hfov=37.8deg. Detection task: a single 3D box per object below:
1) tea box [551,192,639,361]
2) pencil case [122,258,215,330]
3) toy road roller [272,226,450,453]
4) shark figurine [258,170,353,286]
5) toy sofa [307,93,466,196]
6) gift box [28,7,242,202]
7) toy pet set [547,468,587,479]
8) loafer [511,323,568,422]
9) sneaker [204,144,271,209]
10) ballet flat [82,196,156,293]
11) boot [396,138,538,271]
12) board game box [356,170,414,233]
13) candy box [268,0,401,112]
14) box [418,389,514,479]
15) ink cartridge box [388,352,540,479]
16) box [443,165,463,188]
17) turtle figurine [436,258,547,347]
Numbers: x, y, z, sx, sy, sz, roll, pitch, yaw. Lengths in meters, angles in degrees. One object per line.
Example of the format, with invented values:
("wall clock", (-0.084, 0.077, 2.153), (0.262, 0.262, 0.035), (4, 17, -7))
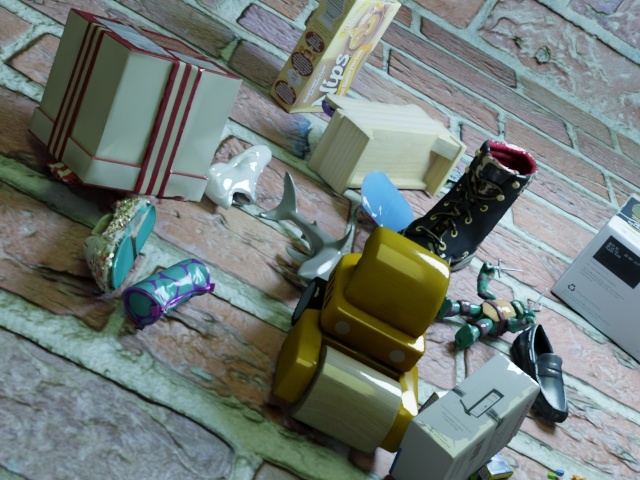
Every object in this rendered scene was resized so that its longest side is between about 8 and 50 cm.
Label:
("tea box", (0.765, 0.099, 2.176), (0.329, 0.220, 0.323), (41, 31, 13))
("pencil case", (-0.225, 0.076, 1.388), (0.070, 0.064, 0.152), (25, 26, 18))
("toy road roller", (0.078, 0.132, 1.422), (0.203, 0.240, 0.329), (28, 29, -9))
("shark figurine", (0.007, -0.007, 1.688), (0.166, 0.116, 0.278), (25, 23, -31))
("toy sofa", (0.138, -0.206, 2.088), (0.363, 0.150, 0.177), (-3, 40, -47))
("gift box", (-0.306, -0.196, 1.513), (0.255, 0.258, 0.276), (9, 22, -39))
("toy pet set", (0.404, 0.427, 1.511), (0.114, 0.065, 0.122), (11, 7, 40))
("loafer", (0.419, 0.245, 1.756), (0.076, 0.078, 0.223), (21, 31, -20))
("sneaker", (-0.146, -0.111, 1.756), (0.094, 0.080, 0.212), (49, 38, 4))
("ballet flat", (-0.312, 0.006, 1.408), (0.077, 0.091, 0.241), (6, 25, 3))
("boot", (0.269, -0.051, 1.841), (0.138, 0.284, 0.377), (46, 30, 21))
("board game box", (0.132, -0.064, 1.965), (0.168, 0.033, 0.133), (49, 40, -19))
("candy box", (0.032, -0.443, 2.167), (0.087, 0.316, 0.183), (48, 32, 22))
("box", (0.229, 0.318, 1.484), (0.059, 0.054, 0.169), (4, 41, -41))
("ink cartridge box", (0.210, 0.277, 1.364), (0.203, 0.148, 0.086), (-29, 58, -35))
("box", (0.295, -0.170, 2.313), (0.137, 0.027, 0.094), (15, 33, -30))
("turtle figurine", (0.341, 0.134, 1.812), (0.234, 0.118, 0.175), (-13, 36, -33))
